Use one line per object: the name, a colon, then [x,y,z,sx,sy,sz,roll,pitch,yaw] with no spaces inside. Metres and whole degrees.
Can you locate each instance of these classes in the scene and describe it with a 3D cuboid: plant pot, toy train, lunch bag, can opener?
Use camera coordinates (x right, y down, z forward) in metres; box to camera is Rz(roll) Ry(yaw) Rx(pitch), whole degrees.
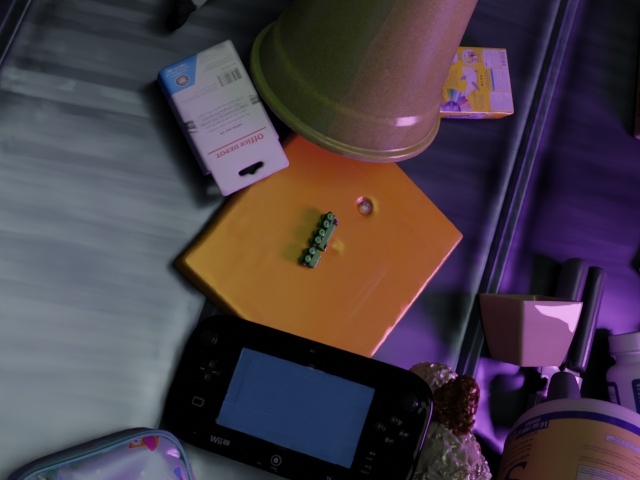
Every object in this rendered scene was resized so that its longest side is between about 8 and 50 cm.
plant pot: [0.299,0.129,1.531,0.109,0.109,0.096,3,91,-26]
toy train: [0.000,0.000,1.400,0.024,0.017,0.083,38,68,-26]
lunch bag: [-0.237,0.369,1.216,0.224,0.108,0.279,-14,87,-28]
can opener: [0.375,0.163,1.562,0.076,0.095,0.283,23,75,-22]
plant pot: [0.080,-0.285,1.353,0.276,0.254,0.276,15,46,-16]

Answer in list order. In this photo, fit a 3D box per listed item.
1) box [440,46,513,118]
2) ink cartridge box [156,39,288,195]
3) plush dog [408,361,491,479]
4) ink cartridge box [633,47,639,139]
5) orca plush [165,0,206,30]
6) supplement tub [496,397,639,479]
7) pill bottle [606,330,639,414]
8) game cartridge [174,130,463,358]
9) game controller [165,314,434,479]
box: [0.198,-0.233,1.578,0.179,0.043,0.105,-2,82,-28]
ink cartridge box: [-0.127,-0.154,1.381,0.104,0.060,0.180,-26,93,-13]
plush dog: [0.127,0.286,1.344,0.211,0.225,0.262,-2,82,-27]
ink cartridge box: [0.627,-0.261,1.768,0.193,0.088,0.234,16,73,-24]
orca plush: [-0.122,-0.394,1.445,0.287,0.102,0.151,-51,149,-14]
supplement tub: [0.329,0.395,1.363,0.241,0.241,0.331,41,42,-14]
pill bottle: [0.491,0.230,1.598,0.112,0.112,0.186,-6,84,-27]
game cartridge: [0.006,0.012,1.439,0.285,0.053,0.323,46,67,-12]
game controller: [-0.028,0.203,1.289,0.319,0.067,0.166,15,68,16]
